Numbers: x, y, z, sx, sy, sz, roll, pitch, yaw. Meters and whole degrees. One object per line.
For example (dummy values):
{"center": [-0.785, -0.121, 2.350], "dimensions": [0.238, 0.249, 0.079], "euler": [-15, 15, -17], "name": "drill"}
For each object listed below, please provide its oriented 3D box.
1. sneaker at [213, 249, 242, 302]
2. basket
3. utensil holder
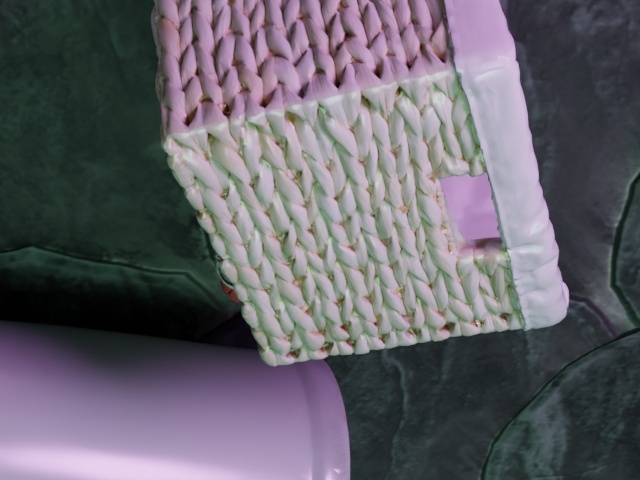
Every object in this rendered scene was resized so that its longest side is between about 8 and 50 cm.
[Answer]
{"center": [0.000, 0.000, 1.616], "dimensions": [0.225, 0.088, 0.092], "euler": [-16, 138, 3], "name": "sneaker"}
{"center": [0.030, -0.114, 1.308], "dimensions": [0.266, 0.331, 0.328], "euler": [-15, 139, 5], "name": "basket"}
{"center": [-0.209, 0.252, 1.680], "dimensions": [0.385, 0.327, 0.327], "euler": [10, 135, -20], "name": "utensil holder"}
